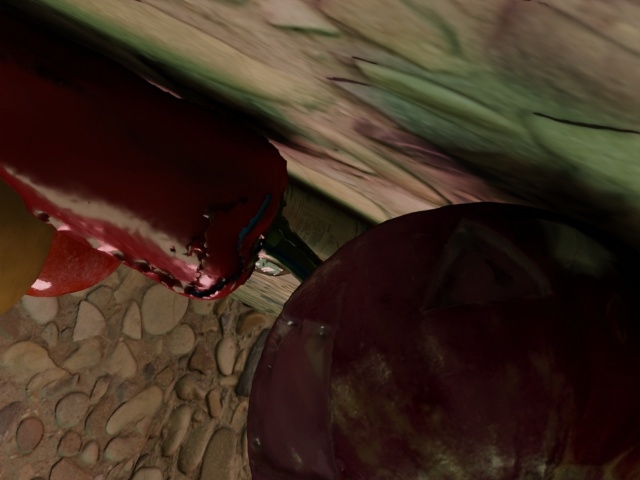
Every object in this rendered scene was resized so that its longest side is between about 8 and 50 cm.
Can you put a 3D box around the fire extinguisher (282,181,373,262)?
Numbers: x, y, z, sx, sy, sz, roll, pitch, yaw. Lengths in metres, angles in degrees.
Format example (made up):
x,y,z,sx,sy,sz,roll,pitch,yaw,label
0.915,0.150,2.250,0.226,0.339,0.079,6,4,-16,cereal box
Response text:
x,y,z,sx,sy,sz,roll,pitch,yaw,label
0.000,0.000,0.806,0.177,0.050,0.062,28,-142,-21,fire extinguisher

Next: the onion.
x,y,z,sx,sy,sz,roll,pitch,yaw,label
0.081,0.071,0.524,0.207,0.200,0.200,35,174,3,onion

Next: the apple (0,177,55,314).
x,y,z,sx,sy,sz,roll,pitch,yaw,label
-0.338,-0.047,0.934,0.262,0.262,0.262,25,174,3,apple

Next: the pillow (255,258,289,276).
x,y,z,sx,sy,sz,roll,pitch,yaw,label
-0.118,-0.048,0.851,0.241,0.051,0.093,33,-170,-4,pillow

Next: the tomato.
x,y,z,sx,sy,sz,roll,pitch,yaw,label
-0.262,-0.027,1.124,0.187,0.187,0.151,27,153,-12,tomato

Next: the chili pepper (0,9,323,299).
x,y,z,sx,sy,sz,roll,pitch,yaw,label
-0.129,-0.057,0.660,0.388,0.110,0.110,31,174,1,chili pepper
